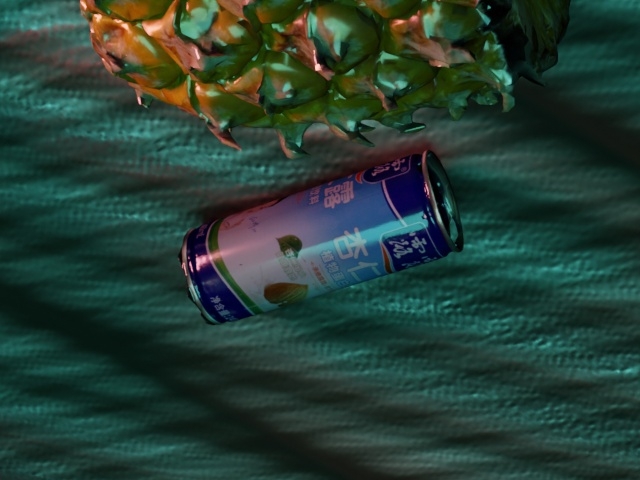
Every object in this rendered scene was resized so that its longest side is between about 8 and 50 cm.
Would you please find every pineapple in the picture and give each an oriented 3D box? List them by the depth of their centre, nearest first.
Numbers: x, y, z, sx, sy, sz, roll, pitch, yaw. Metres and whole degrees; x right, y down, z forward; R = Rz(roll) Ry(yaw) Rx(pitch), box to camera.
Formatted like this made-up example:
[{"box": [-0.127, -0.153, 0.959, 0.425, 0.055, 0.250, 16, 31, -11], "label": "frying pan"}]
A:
[{"box": [-0.005, -0.229, 0.786, 0.300, 0.352, 0.352, -4, 119, 21], "label": "pineapple"}]

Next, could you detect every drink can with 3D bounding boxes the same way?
[{"box": [0.000, 0.000, 1.036, 0.235, 0.097, 0.097, -17, 116, 17], "label": "drink can"}]
